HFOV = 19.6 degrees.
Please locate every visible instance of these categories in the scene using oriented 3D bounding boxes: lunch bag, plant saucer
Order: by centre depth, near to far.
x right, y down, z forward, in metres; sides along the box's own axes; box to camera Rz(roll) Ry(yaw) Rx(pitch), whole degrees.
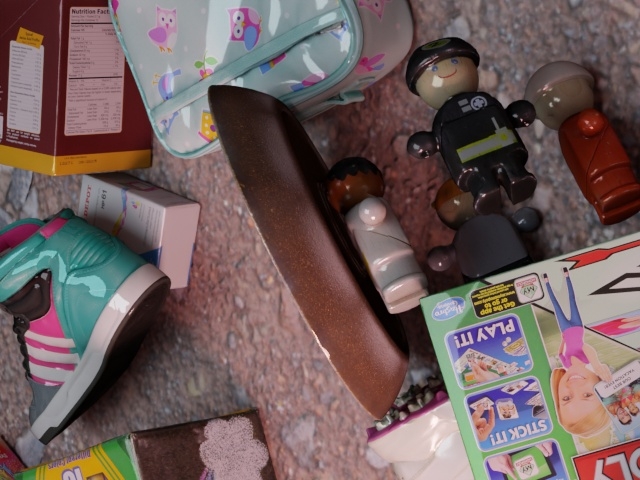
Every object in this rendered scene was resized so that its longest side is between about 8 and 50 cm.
[{"bbox_3d":[0.000,0.000,1.537,0.050,0.310,0.310,-26,76,7],"label":"plant saucer"},{"bbox_3d":[-0.056,-0.203,1.674,0.279,0.108,0.224,-26,78,39],"label":"lunch bag"}]

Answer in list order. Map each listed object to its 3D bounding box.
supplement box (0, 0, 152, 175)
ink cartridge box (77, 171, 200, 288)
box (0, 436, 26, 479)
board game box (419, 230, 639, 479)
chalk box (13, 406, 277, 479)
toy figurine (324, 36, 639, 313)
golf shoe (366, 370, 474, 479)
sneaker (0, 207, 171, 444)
[{"bbox_3d":[-0.275,-0.177,1.851,0.191,0.129,0.194,13,103,39],"label":"supplement box"},{"bbox_3d":[-0.185,-0.011,1.844,0.122,0.052,0.088,22,109,38],"label":"ink cartridge box"},{"bbox_3d":[-0.420,0.374,2.030,0.154,0.142,0.300,46,121,27],"label":"box"},{"bbox_3d":[0.256,0.098,1.385,0.317,0.046,0.213,-18,86,12],"label":"board game box"},{"bbox_3d":[-0.139,0.326,1.761,0.179,0.180,0.288,-21,80,40],"label":"chalk box"},{"bbox_3d":[0.123,-0.048,1.476,0.209,0.213,0.148,-48,55,37],"label":"toy figurine"},{"bbox_3d":[0.183,0.149,1.528,0.306,0.115,0.140,-28,94,40],"label":"golf shoe"},{"bbox_3d":[-0.273,0.071,1.833,0.178,0.124,0.295,42,136,7],"label":"sneaker"}]
